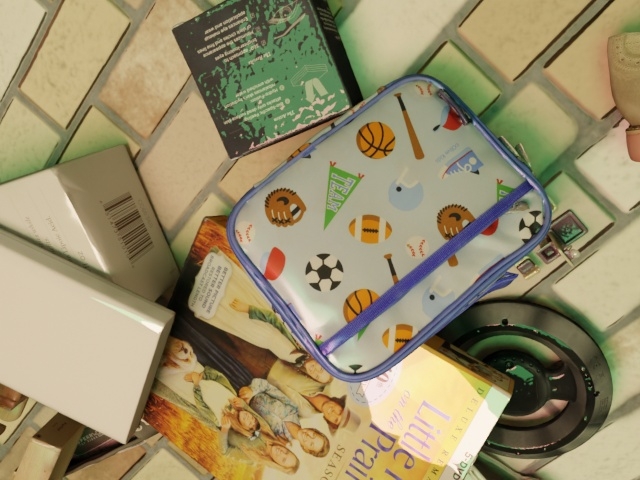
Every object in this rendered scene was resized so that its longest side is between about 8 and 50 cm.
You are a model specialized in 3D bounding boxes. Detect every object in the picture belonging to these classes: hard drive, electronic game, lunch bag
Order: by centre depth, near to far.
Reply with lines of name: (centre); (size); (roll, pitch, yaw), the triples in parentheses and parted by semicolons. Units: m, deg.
lunch bag: (0.078, -0.013, 0.545); (0.303, 0.115, 0.243); (-37, 82, -6)
hard drive: (-0.345, 0.106, 0.636); (0.308, 0.040, 0.203); (25, 115, 2)
electronic game: (0.249, 0.184, 0.677); (0.229, 0.048, 0.229); (7, 109, 20)

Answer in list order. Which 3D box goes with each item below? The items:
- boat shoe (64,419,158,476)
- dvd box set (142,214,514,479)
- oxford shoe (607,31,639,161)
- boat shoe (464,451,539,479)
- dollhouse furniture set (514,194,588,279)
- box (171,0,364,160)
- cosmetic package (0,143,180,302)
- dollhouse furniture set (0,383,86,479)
boat shoe: (-0.330, 0.296, 0.832); (0.335, 0.095, 0.112); (-33, 99, 22)
dvd box set: (-0.027, 0.195, 0.652); (0.421, 0.062, 0.307); (30, 103, 19)
oxford shoe: (0.462, -0.203, 0.444); (0.397, 0.140, 0.146); (-21, 96, 17)
boat shoe: (0.282, 0.368, 0.714); (0.268, 0.096, 0.088); (33, 112, 7)
dollhouse furniture set: (0.239, -0.013, 0.592); (0.091, 0.081, 0.114); (-40, 96, 22)
box: (-0.054, -0.196, 0.592); (0.156, 0.093, 0.158); (-18, 103, 19)
cosmetic package: (-0.424, 0.026, 0.727); (0.385, 0.156, 0.217); (-15, 107, 17)
dollhouse furniture set: (-0.492, 0.297, 0.743); (0.242, 0.212, 0.160); (25, 95, -4)
